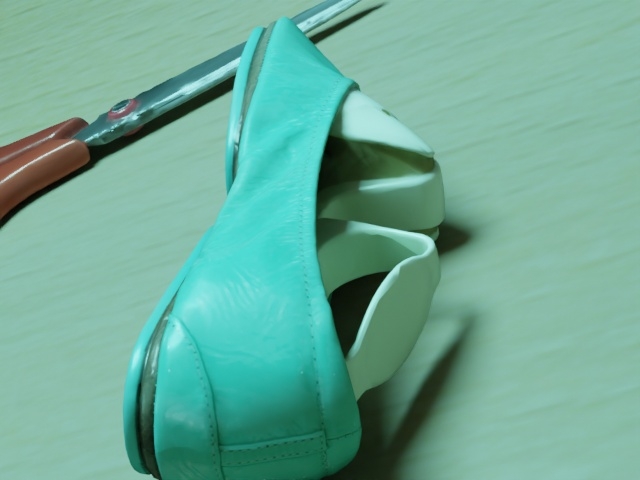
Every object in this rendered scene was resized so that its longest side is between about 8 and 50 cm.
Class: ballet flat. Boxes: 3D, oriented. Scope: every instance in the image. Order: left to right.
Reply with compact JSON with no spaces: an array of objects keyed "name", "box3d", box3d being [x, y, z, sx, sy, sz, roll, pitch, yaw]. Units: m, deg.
[{"name":"ballet flat","box3d":[0.000,0.000,0.601,0.087,0.083,0.247,3,34,7]}]

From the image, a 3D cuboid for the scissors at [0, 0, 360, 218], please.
[{"name":"scissors","box3d":[-0.109,-0.045,0.830,0.297,0.021,0.109,-19,26,15]}]
